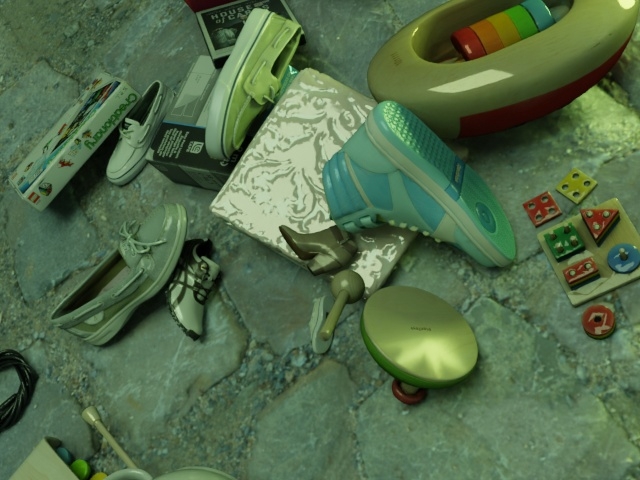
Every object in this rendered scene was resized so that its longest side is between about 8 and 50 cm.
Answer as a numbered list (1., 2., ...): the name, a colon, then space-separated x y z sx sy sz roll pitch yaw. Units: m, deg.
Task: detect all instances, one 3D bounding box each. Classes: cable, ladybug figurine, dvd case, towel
1. cable: -0.609 0.285 1.648 0.185 0.047 0.150 -25 57 11
2. ladybug figurine: 0.299 -0.291 1.417 0.450 0.161 0.305 -21 38 4
3. dvd case: -0.139 -0.413 1.725 0.179 0.029 0.238 -17 38 -5
4. towel: 0.030 -0.098 1.492 0.332 0.053 0.316 30 79 15

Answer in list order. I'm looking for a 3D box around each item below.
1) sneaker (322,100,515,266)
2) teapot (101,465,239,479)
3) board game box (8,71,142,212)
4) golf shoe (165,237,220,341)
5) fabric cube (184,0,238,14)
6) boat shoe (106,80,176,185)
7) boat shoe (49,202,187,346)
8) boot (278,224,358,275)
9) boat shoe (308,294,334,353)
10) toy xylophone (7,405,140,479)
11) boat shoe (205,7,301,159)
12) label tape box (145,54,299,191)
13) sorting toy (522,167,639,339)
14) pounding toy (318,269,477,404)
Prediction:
1. sneaker: 0.138 -0.047 1.381 0.208 0.319 0.127 -37 12 34
2. teapot: -0.180 0.418 1.288 0.253 0.256 0.187 -35 19 30
3. board game box: -0.504 -0.207 1.807 0.305 0.053 0.193 -50 31 -5
4. golf shoe: -0.219 0.077 1.553 0.094 0.077 0.198 -22 58 14
5. fabric cube: -0.219 -0.643 1.819 0.259 0.254 0.258 -32 55 7
6. boat shoe: -0.372 -0.221 1.780 0.083 0.076 0.226 19 74 32
7. boat shoe: -0.349 0.054 1.559 0.320 0.103 0.118 -46 39 20
8. boot: 0.000 0.000 1.420 0.087 0.042 0.118 -35 72 -10
9. boat shoe: -0.002 0.138 1.448 0.035 0.035 0.100 -19 58 48
10. toy xylophone: -0.386 0.425 1.447 0.236 0.081 0.323 -44 55 -3
11. boat shoe: -0.116 -0.274 1.541 0.094 0.109 0.302 14 71 11
12. label tape box: -0.127 -0.207 1.639 0.334 0.106 0.240 12 71 30
13. sorting toy: 0.401 0.003 1.316 0.132 0.046 0.274 -26 56 11
14. pounding toy: 0.106 0.160 1.328 0.237 0.110 0.183 23 38 -3
